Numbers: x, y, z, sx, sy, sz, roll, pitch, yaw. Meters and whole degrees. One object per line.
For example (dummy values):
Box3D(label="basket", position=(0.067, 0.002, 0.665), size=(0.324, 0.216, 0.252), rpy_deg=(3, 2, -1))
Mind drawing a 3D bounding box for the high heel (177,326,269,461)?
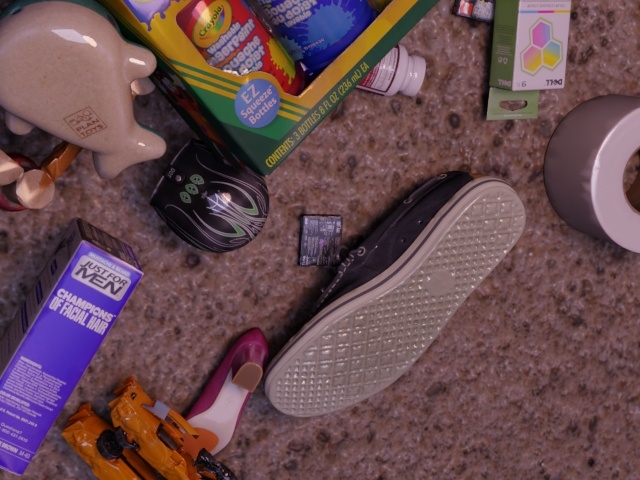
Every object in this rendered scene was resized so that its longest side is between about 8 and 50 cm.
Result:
Box3D(label="high heel", position=(-0.161, 0.248, 1.801), size=(0.082, 0.117, 0.244), rpy_deg=(26, 114, -12))

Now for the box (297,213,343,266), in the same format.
Box3D(label="box", position=(0.000, 0.000, 1.803), size=(0.067, 0.018, 0.083), rpy_deg=(0, 101, -15))

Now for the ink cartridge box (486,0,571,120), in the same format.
Box3D(label="ink cartridge box", position=(0.331, -0.291, 1.792), size=(0.109, 0.062, 0.209), rpy_deg=(-7, 108, -31))

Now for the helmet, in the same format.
Box3D(label="helmet", position=(-0.156, -0.060, 1.682), size=(0.161, 0.169, 0.169), rpy_deg=(34, 91, -2))

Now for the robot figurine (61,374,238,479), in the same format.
Box3D(label="robot figurine", position=(-0.247, 0.351, 1.749), size=(0.211, 0.085, 0.291), rpy_deg=(-31, 111, 26))

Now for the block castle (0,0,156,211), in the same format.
Box3D(label="block castle", position=(-0.476, -0.270, 1.525), size=(0.453, 0.213, 0.303), rpy_deg=(45, 76, -25))

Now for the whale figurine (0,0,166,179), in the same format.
Box3D(label="whale figurine", position=(-0.305, -0.202, 1.438), size=(0.216, 0.141, 0.272), rpy_deg=(-25, 133, 13))

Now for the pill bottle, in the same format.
Box3D(label="pill bottle", position=(0.079, -0.270, 1.735), size=(0.152, 0.086, 0.086), rpy_deg=(13, 97, -18))

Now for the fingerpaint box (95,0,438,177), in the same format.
Box3D(label="fingerpaint box", position=(-0.060, -0.373, 1.510), size=(0.445, 0.163, 0.371), rpy_deg=(-46, 121, -13))

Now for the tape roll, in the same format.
Box3D(label="tape roll", position=(0.510, -0.111, 1.840), size=(0.246, 0.169, 0.246), rpy_deg=(-3, 102, -15))

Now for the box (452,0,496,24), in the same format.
Box3D(label="box", position=(0.270, -0.414, 1.788), size=(0.094, 0.027, 0.137), rpy_deg=(10, 99, -16))

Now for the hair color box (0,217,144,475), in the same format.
Box3D(label="hair color box", position=(-0.393, 0.147, 1.639), size=(0.110, 0.185, 0.339), rpy_deg=(29, 93, -19))

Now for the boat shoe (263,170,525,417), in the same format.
Box3D(label="boat shoe", position=(0.103, 0.079, 1.776), size=(0.500, 0.156, 0.187), rpy_deg=(-45, 123, 0))
